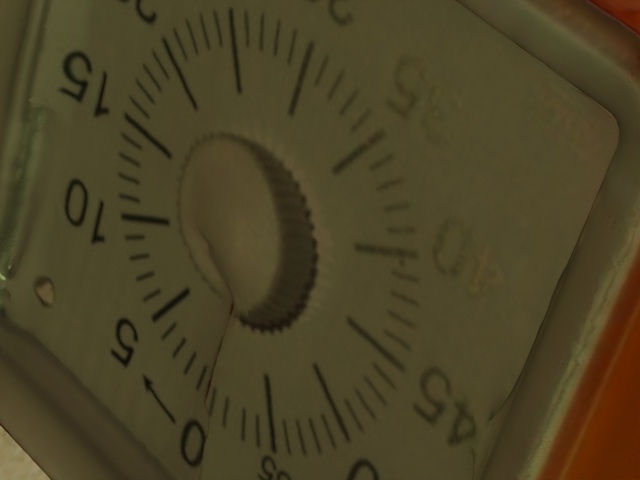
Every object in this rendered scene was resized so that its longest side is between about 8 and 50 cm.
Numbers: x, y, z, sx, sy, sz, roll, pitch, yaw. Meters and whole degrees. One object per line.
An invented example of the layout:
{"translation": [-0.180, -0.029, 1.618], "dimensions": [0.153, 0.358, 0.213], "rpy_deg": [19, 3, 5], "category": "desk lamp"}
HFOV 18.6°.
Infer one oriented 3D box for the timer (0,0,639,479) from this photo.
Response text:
{"translation": [0.000, 0.000, 0.589], "dimensions": [0.161, 0.257, 0.250], "rpy_deg": [1, 124, -52], "category": "timer"}
